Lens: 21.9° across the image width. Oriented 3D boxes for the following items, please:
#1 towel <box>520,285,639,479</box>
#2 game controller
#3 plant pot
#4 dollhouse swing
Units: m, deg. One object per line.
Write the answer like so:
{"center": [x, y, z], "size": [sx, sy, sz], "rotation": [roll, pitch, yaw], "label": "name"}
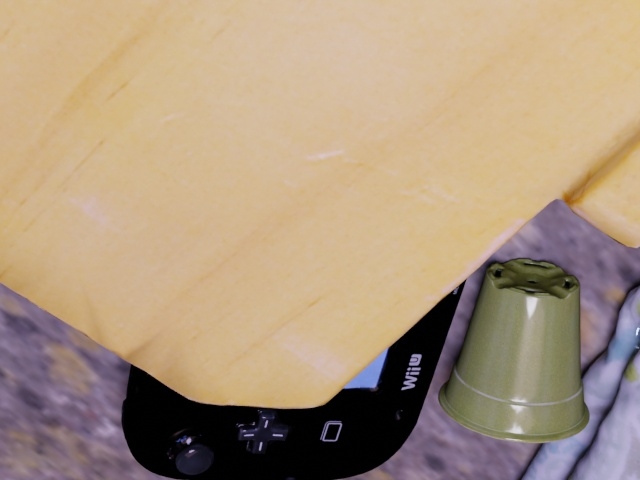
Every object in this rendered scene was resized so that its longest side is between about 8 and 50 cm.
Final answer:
{"center": [0.262, 0.212, 1.009], "size": [0.321, 0.090, 0.374], "rotation": [14, 122, -17], "label": "towel"}
{"center": [0.000, 0.000, 0.845], "size": [0.166, 0.067, 0.319], "rotation": [8, 124, -12], "label": "game controller"}
{"center": [0.110, 0.055, 0.895], "size": [0.083, 0.083, 0.079], "rotation": [2, 113, -8], "label": "plant pot"}
{"center": [-0.015, -0.162, 0.616], "size": [0.347, 0.315, 0.305], "rotation": [33, 147, -12], "label": "dollhouse swing"}
